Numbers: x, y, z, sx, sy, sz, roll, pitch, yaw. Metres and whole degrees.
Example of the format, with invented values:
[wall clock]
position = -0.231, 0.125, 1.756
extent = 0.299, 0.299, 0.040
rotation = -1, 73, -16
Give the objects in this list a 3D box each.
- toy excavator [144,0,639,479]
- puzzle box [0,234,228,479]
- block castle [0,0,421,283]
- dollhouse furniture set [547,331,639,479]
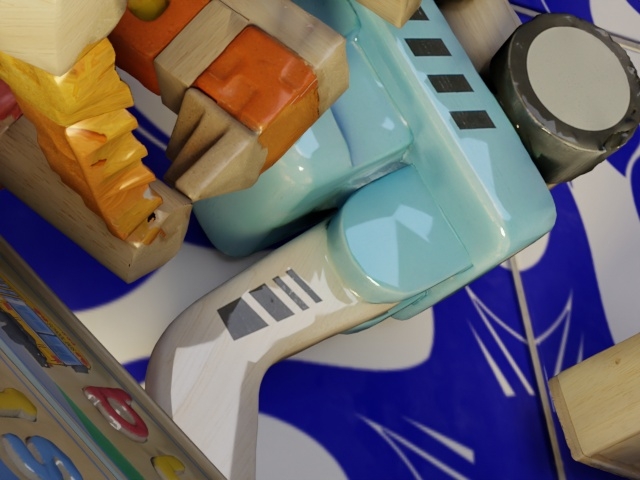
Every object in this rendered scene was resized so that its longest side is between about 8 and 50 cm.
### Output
[toy excavator]
position = 0.000, 0.000, 0.751
extent = 0.445, 0.222, 0.433
rotation = -26, 82, -28
[puzzle box]
position = -0.171, 0.042, 0.495
extent = 0.409, 0.272, 0.052
rotation = 44, 91, 14
[block castle]
position = -0.048, -0.228, 0.572
extent = 0.213, 0.303, 0.453
rotation = 36, 72, 14
[dollhouse furniture set]
position = 0.353, 0.229, 0.751
extent = 0.362, 0.256, 0.394
rotation = 24, 43, -42
